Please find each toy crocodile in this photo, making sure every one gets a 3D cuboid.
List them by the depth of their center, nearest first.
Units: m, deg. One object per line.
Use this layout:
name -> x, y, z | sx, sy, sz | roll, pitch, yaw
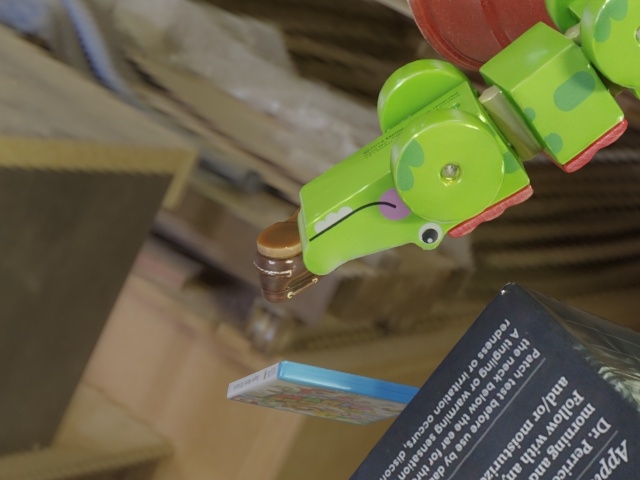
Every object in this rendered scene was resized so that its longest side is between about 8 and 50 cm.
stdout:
toy crocodile -> 0.132, -0.082, 1.061 | 0.105, 0.340, 0.115 | 53, 6, -22

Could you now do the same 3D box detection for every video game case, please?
video game case -> 0.004, 0.119, 1.351 | 0.119, 0.015, 0.166 | 13, -14, -14

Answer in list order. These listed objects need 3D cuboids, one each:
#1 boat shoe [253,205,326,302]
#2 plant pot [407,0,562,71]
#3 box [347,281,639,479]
boat shoe -> 0.000, 0.000, 1.886 | 0.073, 0.073, 0.207 | 16, 31, 36
plant pot -> 0.245, -0.231, 1.319 | 0.265, 0.272, 0.272 | 22, 8, 41
box -> 0.310, 0.319, 1.246 | 0.480, 0.297, 0.472 | 20, 22, -49
